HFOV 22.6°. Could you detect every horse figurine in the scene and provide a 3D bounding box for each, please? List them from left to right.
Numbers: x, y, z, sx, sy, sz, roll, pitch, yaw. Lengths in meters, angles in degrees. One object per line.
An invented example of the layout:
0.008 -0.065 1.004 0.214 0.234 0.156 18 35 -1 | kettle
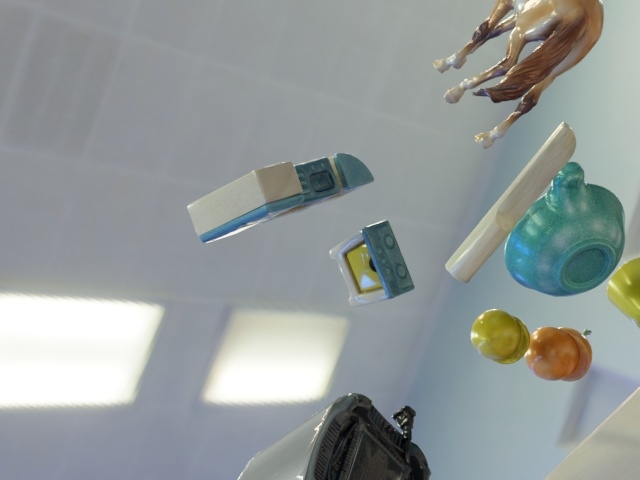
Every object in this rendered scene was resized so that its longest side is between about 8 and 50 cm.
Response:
0.168 -0.177 1.303 0.174 0.066 0.263 -44 20 18 | horse figurine

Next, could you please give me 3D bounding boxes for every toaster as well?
-0.001 0.235 1.391 0.129 0.146 0.227 46 -147 -18 | toaster

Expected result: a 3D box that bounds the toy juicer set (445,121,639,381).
0.223 0.023 1.641 0.209 0.089 0.329 -36 -48 7 | toy juicer set

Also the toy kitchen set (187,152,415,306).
0.000 0.000 1.661 0.207 0.122 0.166 -19 -94 -42 | toy kitchen set

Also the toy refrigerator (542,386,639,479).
0.294 0.162 1.309 0.269 0.102 0.094 -47 -16 14 | toy refrigerator
